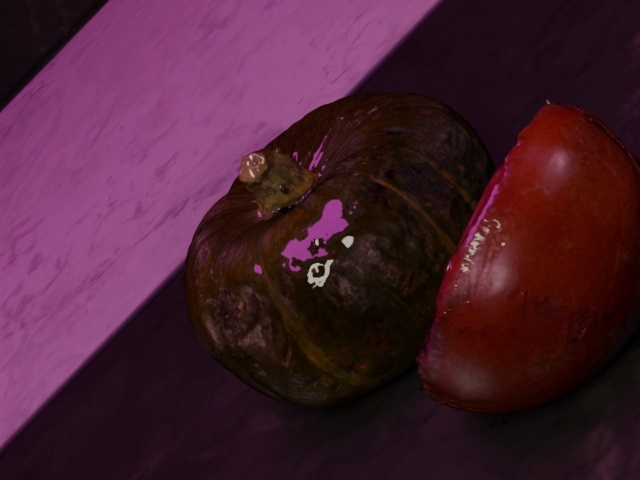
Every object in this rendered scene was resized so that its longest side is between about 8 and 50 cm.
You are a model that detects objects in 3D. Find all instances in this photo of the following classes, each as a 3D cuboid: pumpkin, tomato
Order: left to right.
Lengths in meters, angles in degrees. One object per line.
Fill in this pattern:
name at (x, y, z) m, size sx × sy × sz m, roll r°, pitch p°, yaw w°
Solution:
pumpkin at (0.000, 0.000, 1.051) m, size 0.219 × 0.162 × 0.219 m, roll -33°, pitch 28°, yaw 20°
tomato at (0.127, 0.021, 0.884) m, size 0.173 × 0.099 × 0.189 m, roll -64°, pitch -15°, yaw -5°
